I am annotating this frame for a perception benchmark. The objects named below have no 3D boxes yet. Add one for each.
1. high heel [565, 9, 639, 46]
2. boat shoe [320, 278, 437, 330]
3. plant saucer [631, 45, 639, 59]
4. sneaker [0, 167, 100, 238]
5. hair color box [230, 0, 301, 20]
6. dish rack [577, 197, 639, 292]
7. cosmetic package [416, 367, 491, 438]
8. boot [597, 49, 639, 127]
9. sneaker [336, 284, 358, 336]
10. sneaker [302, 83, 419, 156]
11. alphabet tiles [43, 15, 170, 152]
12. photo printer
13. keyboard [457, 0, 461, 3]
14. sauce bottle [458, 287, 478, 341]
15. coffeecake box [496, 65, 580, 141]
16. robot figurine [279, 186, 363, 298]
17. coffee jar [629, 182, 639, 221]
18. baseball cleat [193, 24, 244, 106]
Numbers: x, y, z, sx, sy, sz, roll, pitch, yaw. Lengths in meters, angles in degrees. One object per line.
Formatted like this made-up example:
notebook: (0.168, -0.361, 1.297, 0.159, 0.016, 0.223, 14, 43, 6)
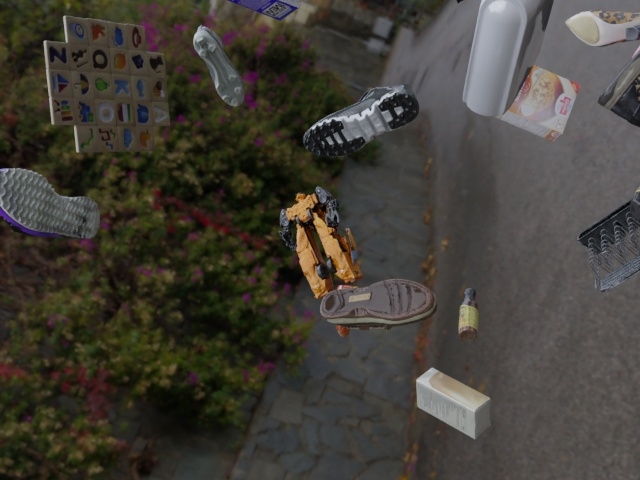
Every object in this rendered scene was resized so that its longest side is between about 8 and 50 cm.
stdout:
high heel: (0.819, -0.590, 2.323, 0.186, 0.261, 0.093, -20, -61, -29)
boat shoe: (0.129, 0.137, 1.714, 0.095, 0.257, 0.095, 44, -126, -43)
plant saucer: (0.965, -0.478, 2.180, 0.332, 0.332, 0.084, 113, 144, -54)
sneaker: (-0.552, -0.057, 1.594, 0.293, 0.146, 0.102, 36, -124, -67)
hair color box: (-0.196, -0.619, 1.802, 0.110, 0.339, 0.185, -7, 72, 60)
dish rack: (0.713, 0.007, 1.994, 0.208, 0.074, 0.271, -40, 9, 27)
cosmetic package: (0.204, 0.249, 1.307, 0.041, 0.115, 0.060, -30, -51, -35)
boot: (0.863, -0.363, 1.954, 0.377, 0.284, 0.138, -43, -10, -10)
sneaker: (0.075, 0.195, 2.272, 0.064, 0.067, 0.175, -78, -9, -49)
sneaker: (0.078, -0.224, 1.569, 0.234, 0.078, 0.106, -21, 24, 23)
alphabet tiles: (-0.457, -0.336, 1.862, 0.342, 0.011, 0.285, -11, -83, -56)
photo printer: (0.373, -0.427, 1.631, 0.256, 0.107, 0.307, -58, -18, -31)
keyboard: (0.256, -0.529, 1.619, 0.180, 0.108, 0.023, 49, -155, -49)
sauce bottle: (0.314, 0.155, 1.796, 0.128, 0.042, 0.042, -76, 7, -48)
coffeecake box: (0.530, -0.352, 2.117, 0.068, 0.185, 0.142, 116, 177, -77)
robot figurine: (0.000, 0.000, 2.340, 0.211, 0.291, 0.085, -30, -17, 30)
coffee jar: (0.740, -0.126, 1.845, 0.184, 0.079, 0.096, -59, -24, -15)
baseball cleat: (-0.239, -0.430, 2.068, 0.109, 0.072, 0.206, -89, -22, -53)
